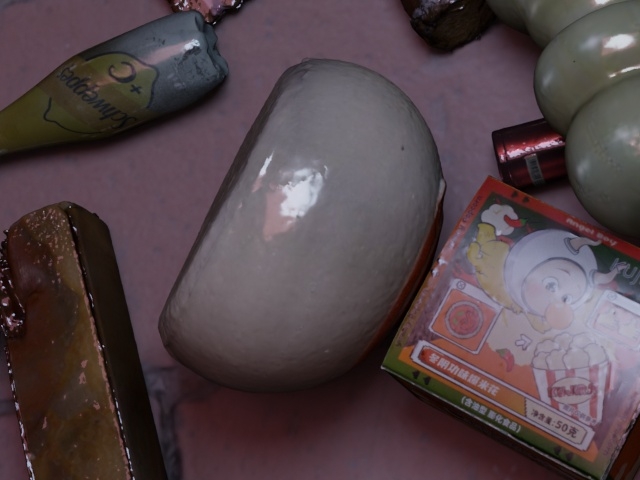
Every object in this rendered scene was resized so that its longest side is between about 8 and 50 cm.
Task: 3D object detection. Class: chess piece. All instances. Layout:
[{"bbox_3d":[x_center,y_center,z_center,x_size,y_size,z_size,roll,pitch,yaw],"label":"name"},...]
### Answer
[{"bbox_3d":[0.229,-0.151,1.346,0.182,0.182,0.330,-19,55,10],"label":"chess piece"}]

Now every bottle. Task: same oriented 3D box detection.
[{"bbox_3d":[0.228,-0.086,1.436,0.164,0.060,0.060,-15,72,11],"label":"bottle"},{"bbox_3d":[-0.216,-0.123,1.554,0.270,0.083,0.083,-23,70,10],"label":"bottle"}]

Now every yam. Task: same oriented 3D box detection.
[{"bbox_3d":[0.094,-0.241,1.503,0.079,0.079,0.141,-27,67,7],"label":"yam"}]

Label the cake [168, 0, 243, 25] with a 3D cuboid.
[{"bbox_3d":[-0.149,-0.335,1.588,0.116,0.113,0.295,-34,75,7],"label":"cake"}]

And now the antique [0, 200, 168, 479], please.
[{"bbox_3d":[-0.206,0.123,1.483,0.093,0.087,0.310,-19,72,11],"label":"antique"}]

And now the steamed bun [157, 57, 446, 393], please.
[{"bbox_3d":[0.000,0.000,1.369,0.177,0.283,0.283,27,83,-5],"label":"steamed bun"}]

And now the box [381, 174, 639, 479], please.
[{"bbox_3d":[0.182,0.079,1.353,0.195,0.148,0.177,28,83,20],"label":"box"}]
